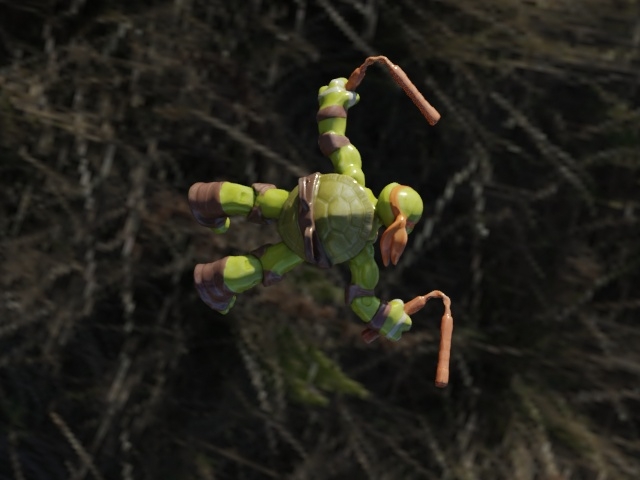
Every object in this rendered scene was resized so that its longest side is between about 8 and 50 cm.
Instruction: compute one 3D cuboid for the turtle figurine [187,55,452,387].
[{"bbox_3d":[0.000,0.000,1.449,0.087,0.217,0.269,-12,90,-62],"label":"turtle figurine"}]
